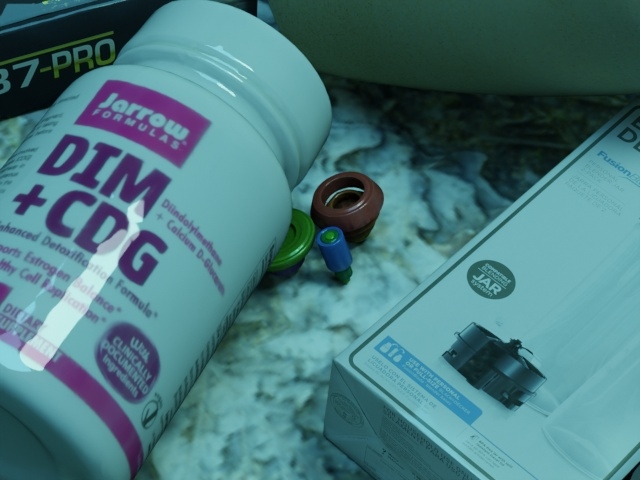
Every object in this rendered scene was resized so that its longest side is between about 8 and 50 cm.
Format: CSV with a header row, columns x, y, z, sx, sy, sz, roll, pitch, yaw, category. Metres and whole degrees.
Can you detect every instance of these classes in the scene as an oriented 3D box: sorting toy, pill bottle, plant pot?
x,y,z,sx,sy,sz,roll,pitch,yaw,category
0.000,0.000,1.042,0.102,0.042,0.061,-31,44,-11,sorting toy
-0.115,0.001,0.943,0.160,0.160,0.283,23,58,13,pill bottle
0.107,-0.197,1.059,0.274,0.256,0.256,-10,46,30,plant pot

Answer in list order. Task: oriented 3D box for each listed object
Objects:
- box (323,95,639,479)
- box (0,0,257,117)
x,y,z,sx,sy,sz,roll,pitch,yaw,category
0.159,0.056,0.974,0.169,0.087,0.290,39,60,23,box
-0.262,-0.260,1.183,0.318,0.097,0.395,-16,56,-17,box
